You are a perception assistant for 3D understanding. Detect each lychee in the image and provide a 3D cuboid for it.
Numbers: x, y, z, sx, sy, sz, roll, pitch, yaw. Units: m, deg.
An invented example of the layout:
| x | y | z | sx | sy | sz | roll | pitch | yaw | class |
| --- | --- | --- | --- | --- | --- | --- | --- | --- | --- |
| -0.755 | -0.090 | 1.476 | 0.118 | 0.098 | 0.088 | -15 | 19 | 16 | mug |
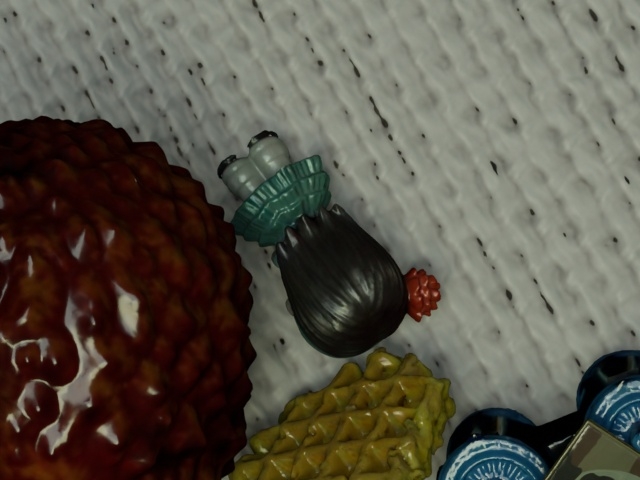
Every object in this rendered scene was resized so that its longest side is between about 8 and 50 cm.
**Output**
| x | y | z | sx | sy | sz | roll | pitch | yaw | class |
| --- | --- | --- | --- | --- | --- | --- | --- | --- | --- |
| -0.266 | 0.069 | 1.227 | 0.424 | 0.424 | 0.500 | -16 | 108 | 9 | lychee |

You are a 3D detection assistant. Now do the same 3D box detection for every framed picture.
| x | y | z | sx | sy | sz | roll | pitch | yaw | class |
| --- | --- | --- | --- | --- | --- | --- | --- | --- | --- |
| 0.226 | 0.268 | 1.165 | 0.136 | 0.010 | 0.201 | 34 | 101 | 1 | framed picture |

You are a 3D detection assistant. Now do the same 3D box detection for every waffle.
| x | y | z | sx | sy | sz | roll | pitch | yaw | class |
| --- | --- | --- | --- | --- | --- | --- | --- | --- | --- |
| 0.016 | 0.191 | 1.298 | 0.229 | 0.219 | 0.057 | -13 | 125 | 36 | waffle |

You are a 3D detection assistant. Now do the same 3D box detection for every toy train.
| x | y | z | sx | sy | sz | roll | pitch | yaw | class |
| --- | --- | --- | --- | --- | --- | --- | --- | --- | --- |
| 0.262 | 0.256 | 1.254 | 0.300 | 0.188 | 0.265 | -23 | 91 | 8 | toy train |

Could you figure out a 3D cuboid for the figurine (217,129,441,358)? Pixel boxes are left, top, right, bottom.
| x | y | z | sx | sy | sz | roll | pitch | yaw | class |
| --- | --- | --- | --- | --- | --- | --- | --- | --- | --- |
| 0.000 | 0.000 | 1.350 | 0.138 | 0.110 | 0.245 | -37 | 74 | 3 | figurine |
